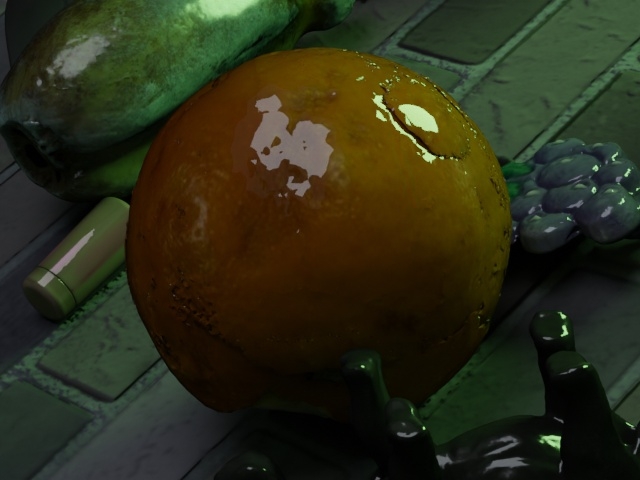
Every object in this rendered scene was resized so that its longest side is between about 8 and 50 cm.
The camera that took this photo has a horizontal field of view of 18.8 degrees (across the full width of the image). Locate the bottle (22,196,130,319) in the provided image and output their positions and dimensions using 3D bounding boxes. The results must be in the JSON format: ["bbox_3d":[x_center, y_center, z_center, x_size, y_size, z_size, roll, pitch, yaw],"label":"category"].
[{"bbox_3d":[-0.171,0.014,1.401,0.045,0.045,0.096,18,54,40],"label":"bottle"}]

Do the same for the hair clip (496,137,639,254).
[{"bbox_3d":[0.150,-0.022,1.299,0.195,0.052,0.124,0,32,38],"label":"hair clip"}]

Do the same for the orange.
[{"bbox_3d":[0.000,0.000,1.175,0.240,0.240,0.240,-13,38,10],"label":"orange"}]

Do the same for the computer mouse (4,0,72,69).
[{"bbox_3d":[-0.210,-0.188,1.660,0.120,0.057,0.232,-19,37,4],"label":"computer mouse"}]

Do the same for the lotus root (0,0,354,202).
[{"bbox_3d":[-0.109,-0.151,1.485,0.140,0.158,0.322,35,55,27],"label":"lotus root"}]

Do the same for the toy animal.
[{"bbox_3d":[0.066,0.134,1.054,0.245,0.146,0.114,-7,33,16],"label":"toy animal"}]
